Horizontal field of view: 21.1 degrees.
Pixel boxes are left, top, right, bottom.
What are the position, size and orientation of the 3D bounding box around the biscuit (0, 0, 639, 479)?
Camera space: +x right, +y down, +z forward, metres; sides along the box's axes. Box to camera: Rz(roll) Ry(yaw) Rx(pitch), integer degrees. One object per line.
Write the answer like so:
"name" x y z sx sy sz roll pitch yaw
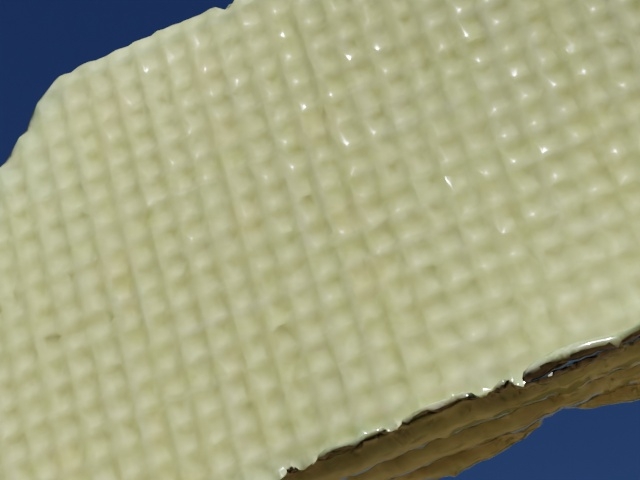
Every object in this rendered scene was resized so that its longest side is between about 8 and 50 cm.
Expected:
"biscuit" 0.000 0.000 0.463 0.252 0.150 0.052 -24 -31 12
